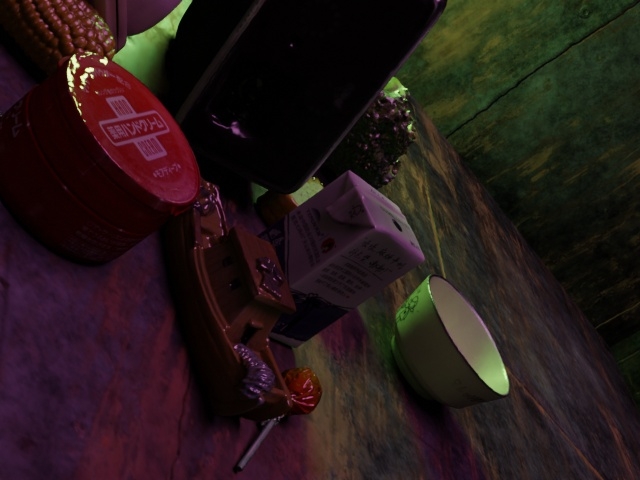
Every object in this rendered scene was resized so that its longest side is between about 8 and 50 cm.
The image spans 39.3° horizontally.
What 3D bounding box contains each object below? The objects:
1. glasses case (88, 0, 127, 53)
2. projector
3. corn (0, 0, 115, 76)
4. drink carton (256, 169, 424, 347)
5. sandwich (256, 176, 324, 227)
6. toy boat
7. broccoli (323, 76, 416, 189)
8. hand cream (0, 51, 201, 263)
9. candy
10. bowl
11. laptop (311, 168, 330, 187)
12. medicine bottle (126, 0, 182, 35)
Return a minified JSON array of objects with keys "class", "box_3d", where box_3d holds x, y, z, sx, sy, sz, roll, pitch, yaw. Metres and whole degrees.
[{"class":"glasses case","box_3d":[-0.280,-0.301,1.098,0.083,0.050,0.196,37,-28,11]},{"class":"projector","box_3d":[-0.035,-0.336,1.351,0.242,0.395,0.405,27,29,-24]},{"class":"corn","box_3d":[-0.350,-0.297,1.027,0.310,0.101,0.101,48,19,-15]},{"class":"drink carton","box_3d":[0.002,0.028,1.133,0.134,0.222,0.102,33,29,-49]},{"class":"sandwich","box_3d":[0.000,0.000,1.430,0.215,0.065,0.186,57,18,8]},{"class":"toy boat","box_3d":[-0.100,0.052,1.008,0.089,0.121,0.321,26,34,-46]},{"class":"broccoli","box_3d":[0.073,-0.262,1.797,0.235,0.288,0.260,10,29,-7]},{"class":"hand cream","box_3d":[-0.227,-0.082,0.912,0.193,0.125,0.193,48,18,-22]},{"class":"candy","box_3d":[-0.050,0.200,0.996,0.060,0.060,0.201,54,27,-3]},{"class":"bowl","box_3d":[0.206,0.187,1.519,0.238,0.126,0.238,48,19,-22]},{"class":"laptop","box_3d":[-0.004,-0.091,1.658,0.135,0.016,0.197,52,19,-14]},{"class":"medicine bottle","box_3d":[-0.335,-0.457,1.154,0.378,0.213,0.214,40,24,-37]}]
